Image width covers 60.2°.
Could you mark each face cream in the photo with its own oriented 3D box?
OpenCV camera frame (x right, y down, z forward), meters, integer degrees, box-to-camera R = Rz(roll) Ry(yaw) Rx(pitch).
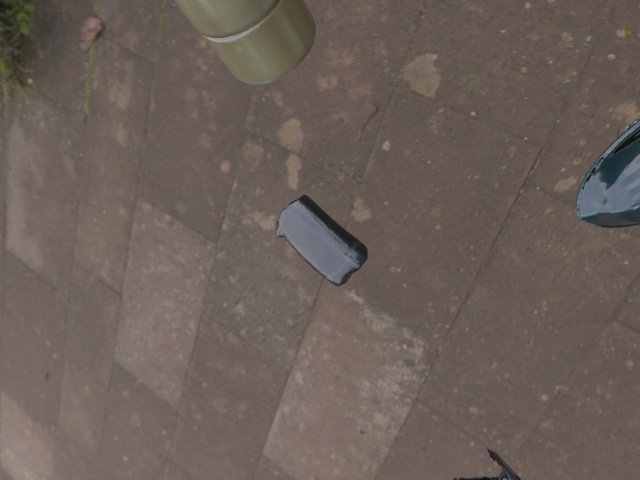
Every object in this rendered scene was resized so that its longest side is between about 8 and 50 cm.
[{"bbox_3d":[-0.107,-0.236,0.327,0.084,0.341,0.137,-16,58,19],"label":"face cream"}]

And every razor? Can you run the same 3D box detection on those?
[{"bbox_3d":[0.000,0.000,0.854,0.148,0.054,0.090,42,129,3],"label":"razor"}]

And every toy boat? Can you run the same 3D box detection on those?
[{"bbox_3d":[0.396,-0.106,0.562,0.296,0.122,0.114,-33,103,15],"label":"toy boat"}]

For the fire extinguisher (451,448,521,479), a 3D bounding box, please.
[{"bbox_3d":[0.197,0.423,0.757,0.138,0.102,0.344,12,112,-12],"label":"fire extinguisher"}]
